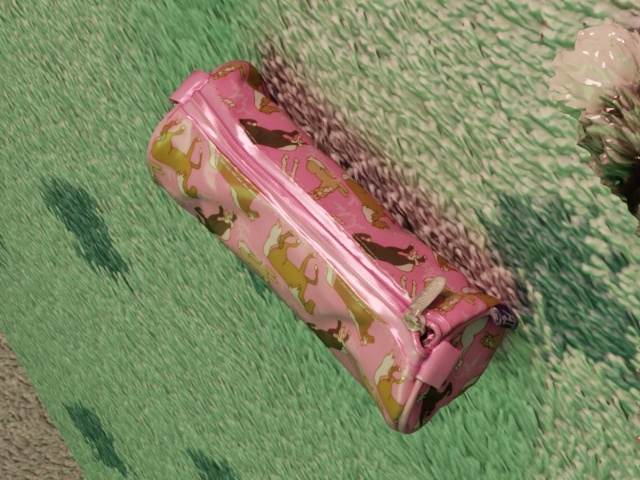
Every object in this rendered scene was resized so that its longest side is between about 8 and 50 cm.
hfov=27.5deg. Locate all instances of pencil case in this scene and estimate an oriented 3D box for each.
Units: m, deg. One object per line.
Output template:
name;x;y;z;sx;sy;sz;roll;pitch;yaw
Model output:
pencil case;0.000;0.000;1.229;0.386;0.160;0.167;45;132;21

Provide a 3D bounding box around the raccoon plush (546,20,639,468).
raccoon plush;0.312;0.032;0.734;0.446;0.216;0.299;55;145;1
